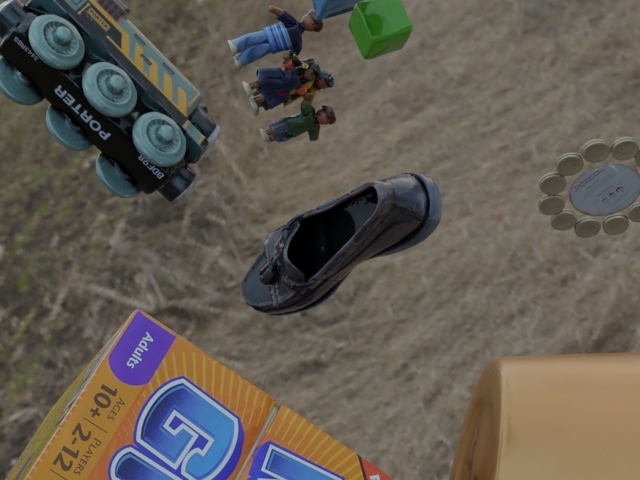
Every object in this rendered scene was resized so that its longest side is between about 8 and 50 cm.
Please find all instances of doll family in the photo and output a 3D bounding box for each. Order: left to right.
[{"bbox_3d":[-0.035,-0.192,1.431,0.111,0.193,0.076,-20,60,0],"label":"doll family"}]

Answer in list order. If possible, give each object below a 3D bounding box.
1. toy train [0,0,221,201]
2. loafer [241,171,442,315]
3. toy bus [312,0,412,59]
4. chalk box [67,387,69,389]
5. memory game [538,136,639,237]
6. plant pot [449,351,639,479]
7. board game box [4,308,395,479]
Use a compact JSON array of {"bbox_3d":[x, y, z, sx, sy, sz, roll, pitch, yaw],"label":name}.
[{"bbox_3d":[-0.273,-0.205,1.601,0.142,0.334,0.190,-33,18,43],"label":"toy train"},{"bbox_3d":[0.000,0.000,1.402,0.095,0.109,0.302,7,-29,-46],"label":"loafer"},{"bbox_3d":[-0.014,-0.187,0.641,0.104,0.191,0.202,-21,3,-15],"label":"toy bus"},{"bbox_3d":[-0.281,0.358,1.941,0.180,0.289,0.179,-21,-20,-41],"label":"chalk box"},{"bbox_3d":[0.381,-0.070,1.642,0.186,0.186,0.012,-15,46,13],"label":"memory game"},{"bbox_3d":[0.195,0.197,0.817,0.203,0.291,0.291,11,28,0],"label":"plant pot"},{"bbox_3d":[-0.187,0.362,1.309,0.356,0.356,0.357,-42,15,55],"label":"board game box"}]
